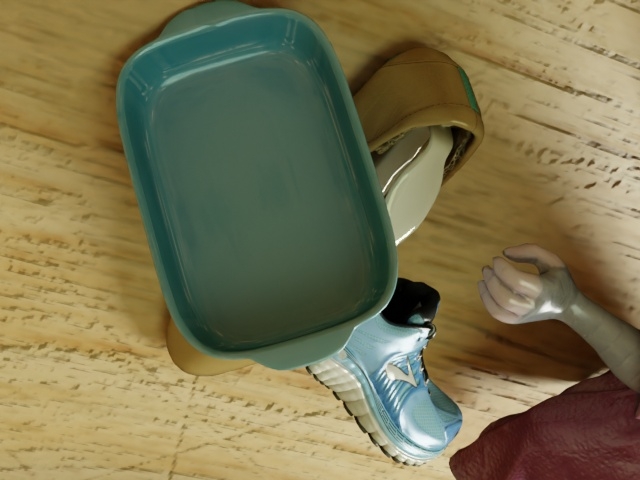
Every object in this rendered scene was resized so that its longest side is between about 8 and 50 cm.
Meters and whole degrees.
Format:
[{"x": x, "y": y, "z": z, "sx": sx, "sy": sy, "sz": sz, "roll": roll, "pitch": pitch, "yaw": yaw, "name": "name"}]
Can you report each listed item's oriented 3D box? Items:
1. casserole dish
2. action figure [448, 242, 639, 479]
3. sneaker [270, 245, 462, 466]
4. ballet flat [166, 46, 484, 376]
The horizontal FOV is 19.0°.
[{"x": -0.031, "y": -0.025, "z": 0.929, "sx": 0.114, "sy": 0.188, "sz": 0.037, "roll": -17, "pitch": 165, "yaw": -1, "name": "casserole dish"}, {"x": 0.223, "y": 0.085, "z": 1.030, "sx": 0.248, "sy": 0.276, "sz": 0.370, "roll": -35, "pitch": 169, "yaw": -31, "name": "action figure"}, {"x": 0.040, "y": 0.059, "z": 0.989, "sx": 0.073, "sy": 0.063, "sz": 0.162, "roll": -35, "pitch": 137, "yaw": 7, "name": "sneaker"}, {"x": 0.000, "y": 0.000, "z": 1.010, "sx": 0.080, "sy": 0.073, "sz": 0.232, "roll": 23, "pitch": 114, "yaw": -38, "name": "ballet flat"}]
